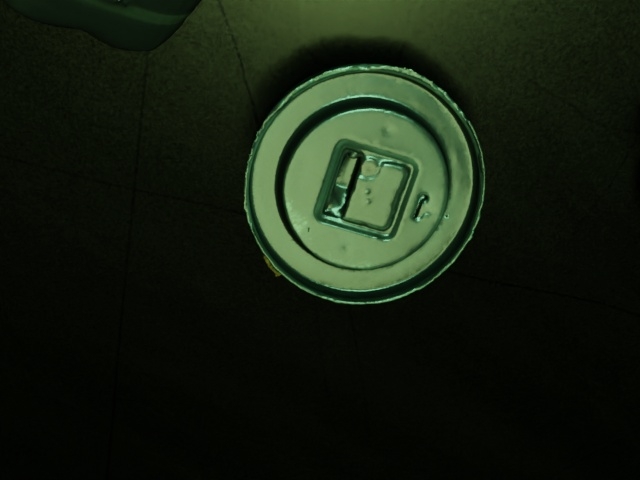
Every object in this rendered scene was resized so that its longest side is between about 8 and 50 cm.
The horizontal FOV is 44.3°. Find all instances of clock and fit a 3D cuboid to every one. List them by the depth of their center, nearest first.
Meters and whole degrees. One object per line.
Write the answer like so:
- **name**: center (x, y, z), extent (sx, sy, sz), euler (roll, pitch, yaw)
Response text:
- **clock**: center (0.050, -0.065, 0.907), extent (0.281, 0.055, 0.280), euler (-2, 108, -6)

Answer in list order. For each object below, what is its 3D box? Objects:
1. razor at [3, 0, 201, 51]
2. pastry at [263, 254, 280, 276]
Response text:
- **razor**: center (-0.143, -0.304, 0.691), extent (0.204, 0.113, 0.349), euler (15, 146, -41)
- **pastry**: center (0.000, 0.000, 0.992), extent (0.140, 0.080, 0.056), euler (-26, 91, 16)
